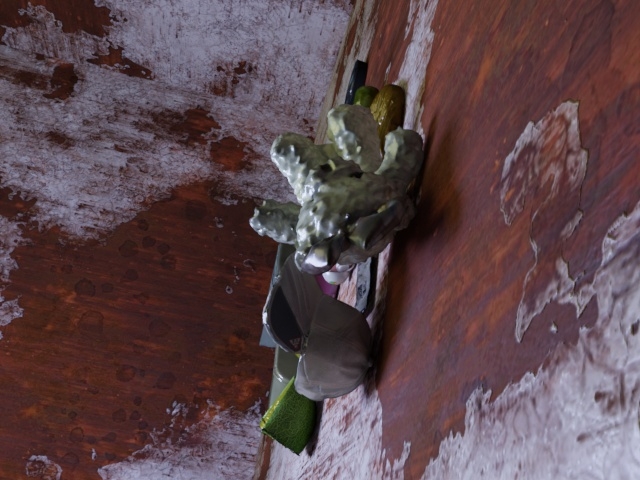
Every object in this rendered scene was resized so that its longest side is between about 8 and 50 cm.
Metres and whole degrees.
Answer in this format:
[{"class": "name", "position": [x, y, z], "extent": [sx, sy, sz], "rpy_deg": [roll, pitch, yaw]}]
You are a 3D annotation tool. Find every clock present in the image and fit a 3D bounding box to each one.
[{"class": "clock", "position": [0.052, 0.012, 1.671], "extent": [0.166, 0.093, 0.162], "rpy_deg": [108, 163, -44]}, {"class": "clock", "position": [0.122, -0.534, 2.351], "extent": [0.184, 0.040, 0.184], "rpy_deg": [-167, 90, -85]}]

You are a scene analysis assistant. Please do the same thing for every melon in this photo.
[{"class": "melon", "position": [-0.063, 0.444, 1.732], "extent": [0.169, 0.129, 0.265], "rpy_deg": [-56, -2, -12]}]

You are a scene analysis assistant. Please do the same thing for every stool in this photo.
[{"class": "stool", "position": [-0.085, 0.183, 2.189], "extent": [0.243, 0.170, 0.270], "rpy_deg": [-89, 12, -65]}]

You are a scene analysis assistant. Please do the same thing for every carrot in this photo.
[{"class": "carrot", "position": [0.104, -0.233, 1.760], "extent": [0.074, 0.074, 0.358], "rpy_deg": [126, 153, -76]}]

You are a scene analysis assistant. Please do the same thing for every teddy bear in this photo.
[{"class": "teddy bear", "position": [0.020, -0.107, 1.139], "extent": [0.375, 0.327, 0.362], "rpy_deg": [68, -171, 17]}]

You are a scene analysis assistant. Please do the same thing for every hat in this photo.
[{"class": "hat", "position": [0.000, 0.147, 1.219], "extent": [0.232, 0.161, 0.275], "rpy_deg": [26, -136, -85]}]

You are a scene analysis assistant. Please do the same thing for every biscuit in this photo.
[{"class": "biscuit", "position": [0.115, -0.209, 1.561], "extent": [0.318, 0.040, 0.318], "rpy_deg": [-164, 90, -78]}]

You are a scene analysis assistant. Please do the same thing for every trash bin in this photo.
[{"class": "trash bin", "position": [-0.091, 0.424, 2.008], "extent": [0.243, 0.121, 0.247], "rpy_deg": [-88, 9, -58]}]

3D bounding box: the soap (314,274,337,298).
[{"class": "soap", "position": [0.003, 0.006, 1.917], "extent": [0.233, 0.128, 0.359], "rpy_deg": [163, 120, -86]}]

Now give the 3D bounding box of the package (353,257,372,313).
[{"class": "package", "position": [0.088, 0.070, 1.426], "extent": [0.154, 0.030, 0.239], "rpy_deg": [110, 171, -58]}]

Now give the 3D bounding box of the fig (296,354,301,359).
[{"class": "fig", "position": [-0.020, 0.312, 1.863], "extent": [0.166, 0.093, 0.093], "rpy_deg": [53, 137, 45]}]
